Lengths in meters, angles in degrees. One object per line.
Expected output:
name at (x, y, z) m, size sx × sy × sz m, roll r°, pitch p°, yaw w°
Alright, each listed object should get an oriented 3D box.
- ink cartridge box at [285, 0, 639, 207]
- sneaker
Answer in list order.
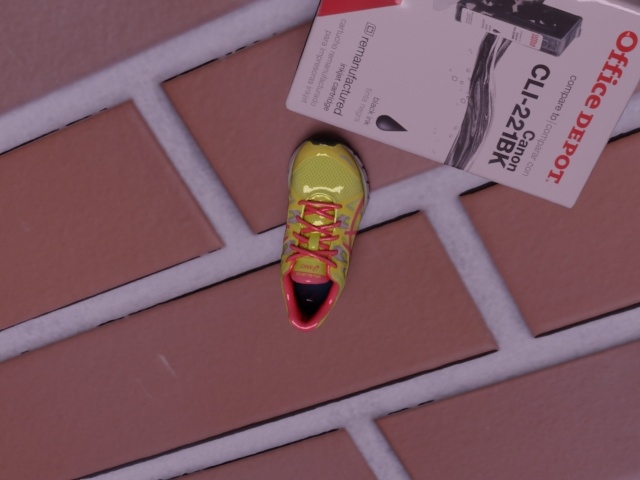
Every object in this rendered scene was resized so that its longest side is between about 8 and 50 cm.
ink cartridge box at (0.132, -0.171, 1.103) m, size 0.273 × 0.114 × 0.197 m, roll 19°, pitch 124°, yaw -4°
sneaker at (0.000, 0.000, 1.253) m, size 0.081 × 0.094 × 0.208 m, roll 7°, pitch 123°, yaw 7°
